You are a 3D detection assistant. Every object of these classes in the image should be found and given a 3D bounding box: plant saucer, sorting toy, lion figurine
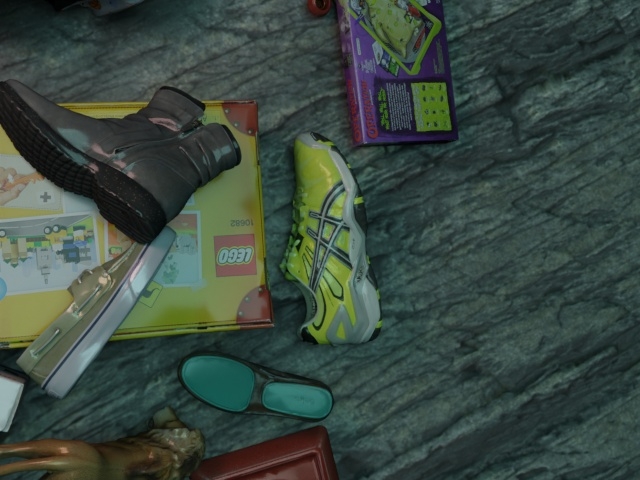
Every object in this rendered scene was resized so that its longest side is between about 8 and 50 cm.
[{"bbox_3d":[-0.075,0.482,1.701,0.258,0.047,0.259,-14,89,-15],"label":"plant saucer"},{"bbox_3d":[0.012,-0.451,1.802,0.102,0.042,0.061,-29,109,-26],"label":"sorting toy"},{"bbox_3d":[-0.353,0.352,1.509,0.240,0.392,0.142,-12,83,19],"label":"lion figurine"}]

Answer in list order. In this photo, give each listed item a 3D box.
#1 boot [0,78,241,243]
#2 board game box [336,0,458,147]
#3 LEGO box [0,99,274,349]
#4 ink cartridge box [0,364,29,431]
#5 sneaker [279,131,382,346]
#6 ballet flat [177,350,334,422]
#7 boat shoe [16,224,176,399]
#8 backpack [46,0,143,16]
[{"bbox_3d":[-0.303,-0.164,1.467,0.338,0.118,0.223,40,59,3],"label":"boot"},{"bbox_3d":[0.139,-0.348,1.800,0.208,0.056,0.347,-4,86,-30],"label":"board game box"},{"bbox_3d":[-0.345,-0.025,1.593,0.500,0.193,0.373,-3,87,-15],"label":"LEGO box"},{"bbox_3d":[-0.536,0.231,1.526,0.139,0.190,0.082,22,81,-12],"label":"ink cartridge box"},{"bbox_3d":[0.000,0.000,1.707,0.147,0.145,0.385,-12,87,-15],"label":"sneaker"},{"bbox_3d":[-0.115,0.256,1.681,0.280,0.096,0.095,19,86,-14],"label":"ballet flat"},{"bbox_3d":[-0.327,0.090,1.436,0.094,0.109,0.302,36,81,-8],"label":"boat shoe"},{"bbox_3d":[-0.360,-0.511,1.600,0.213,0.276,0.264,27,74,-43],"label":"backpack"}]
